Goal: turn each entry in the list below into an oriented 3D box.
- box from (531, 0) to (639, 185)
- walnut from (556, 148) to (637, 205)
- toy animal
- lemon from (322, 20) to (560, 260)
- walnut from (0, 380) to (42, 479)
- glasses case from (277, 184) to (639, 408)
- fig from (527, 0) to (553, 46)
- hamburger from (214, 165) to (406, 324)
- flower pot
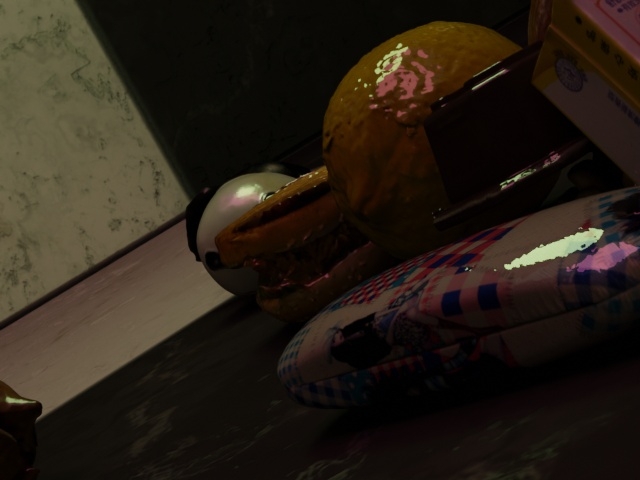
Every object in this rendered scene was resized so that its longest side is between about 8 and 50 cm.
[{"bbox_3d":[0.287,-0.136,1.084,0.265,0.168,0.097,-32,-28,-22],"label":"box"},{"bbox_3d":[0.217,-0.040,1.167,0.143,0.069,0.170,-26,9,31],"label":"walnut"},{"bbox_3d":[-0.067,-0.004,1.832,0.166,0.138,0.179,-48,12,10],"label":"toy animal"},{"bbox_3d":[0.102,-0.081,1.405,0.231,0.192,0.192,-34,9,-40],"label":"lemon"},{"bbox_3d":[-0.328,0.188,1.452,0.245,0.137,0.137,-35,4,28],"label":"walnut"},{"bbox_3d":[0.100,0.037,1.038,0.327,0.076,0.125,-20,10,47],"label":"glasses case"},{"bbox_3d":[0.293,-0.203,1.475,0.263,0.224,0.224,-27,7,-1],"label":"fig"},{"bbox_3d":[0.001,-0.002,1.553,0.182,0.118,0.191,-28,10,-18],"label":"hamburger"},{"bbox_3d":[0.178,-0.107,1.202,0.251,0.084,0.179,-31,0,-21],"label":"flower pot"}]
